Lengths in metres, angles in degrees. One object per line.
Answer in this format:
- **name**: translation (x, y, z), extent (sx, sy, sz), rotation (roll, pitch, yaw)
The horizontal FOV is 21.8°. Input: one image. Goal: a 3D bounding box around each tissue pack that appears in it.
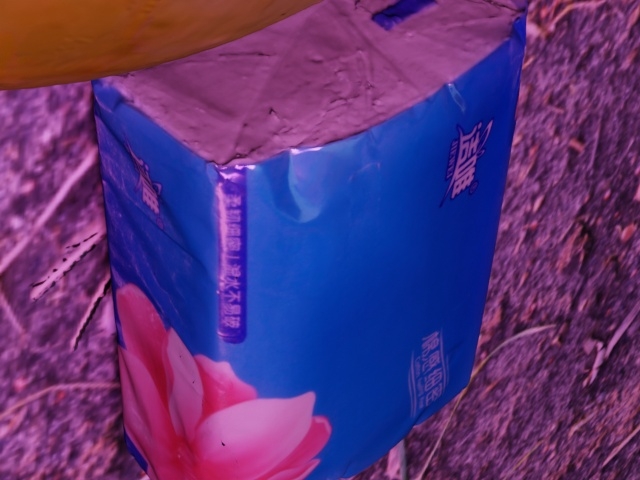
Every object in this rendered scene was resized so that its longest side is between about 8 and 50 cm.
- **tissue pack**: translation (0.000, 0.000, 0.842), extent (0.209, 0.137, 0.269), rotation (-31, 142, -32)

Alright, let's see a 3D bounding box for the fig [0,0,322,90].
- **fig**: translation (-0.083, -0.149, 0.511), extent (0.230, 0.207, 0.207), rotation (-10, 135, -12)
